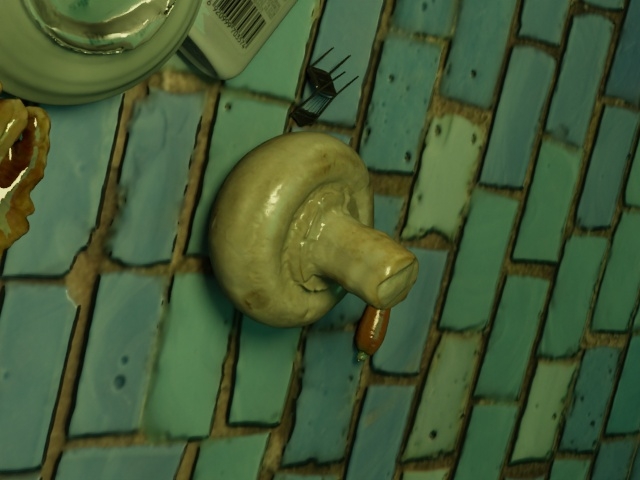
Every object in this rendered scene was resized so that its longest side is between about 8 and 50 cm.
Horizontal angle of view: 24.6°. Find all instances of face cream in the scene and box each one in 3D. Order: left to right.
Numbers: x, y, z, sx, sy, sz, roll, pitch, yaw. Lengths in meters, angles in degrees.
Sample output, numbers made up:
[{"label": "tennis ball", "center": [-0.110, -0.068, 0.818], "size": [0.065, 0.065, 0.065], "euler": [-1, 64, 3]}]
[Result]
[{"label": "face cream", "center": [-0.049, -0.301, 1.425], "size": [0.291, 0.071, 0.144], "euler": [-55, 132, -13]}]

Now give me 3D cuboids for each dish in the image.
[{"label": "dish", "center": [-0.198, -0.235, 1.248], "size": [0.260, 0.085, 0.260], "euler": [-10, 110, -28]}]

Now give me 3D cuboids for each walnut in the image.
[{"label": "walnut", "center": [-0.307, -0.057, 1.267], "size": [0.143, 0.069, 0.170], "euler": [40, 76, -45]}]

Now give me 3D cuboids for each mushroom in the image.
[{"label": "mushroom", "center": [-0.018, 0.002, 1.499], "size": [0.206, 0.209, 0.206], "euler": [-12, 128, -16]}]

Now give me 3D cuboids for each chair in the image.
[{"label": "chair", "center": [0.000, -0.164, 1.562], "size": [0.037, 0.042, 0.086], "euler": [16, 130, -46]}]

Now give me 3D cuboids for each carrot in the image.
[{"label": "carrot", "center": [0.071, 0.076, 1.731], "size": [0.035, 0.035, 0.142], "euler": [24, 84, -47]}]
